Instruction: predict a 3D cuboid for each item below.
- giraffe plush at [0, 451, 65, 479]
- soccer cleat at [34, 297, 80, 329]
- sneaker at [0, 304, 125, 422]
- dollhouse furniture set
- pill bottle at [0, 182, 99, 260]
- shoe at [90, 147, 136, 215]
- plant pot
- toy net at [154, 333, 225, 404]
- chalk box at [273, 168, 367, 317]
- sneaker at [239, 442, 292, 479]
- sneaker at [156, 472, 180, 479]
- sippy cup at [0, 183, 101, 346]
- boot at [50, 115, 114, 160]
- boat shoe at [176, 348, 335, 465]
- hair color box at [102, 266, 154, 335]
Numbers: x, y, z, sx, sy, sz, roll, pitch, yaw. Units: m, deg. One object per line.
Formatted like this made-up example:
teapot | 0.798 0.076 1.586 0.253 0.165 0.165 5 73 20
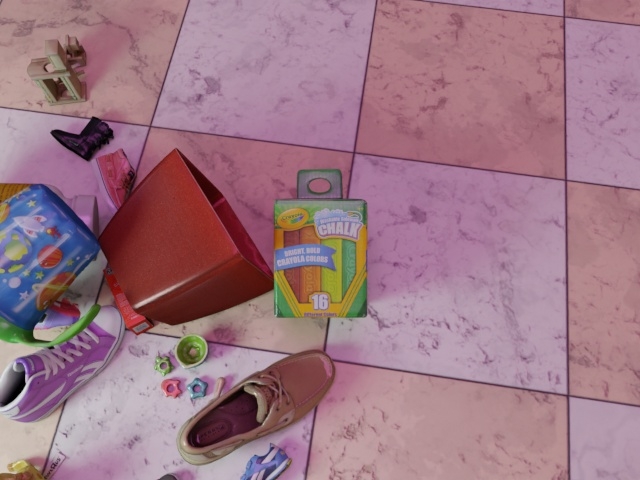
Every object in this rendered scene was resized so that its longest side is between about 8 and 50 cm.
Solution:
giraffe plush | -0.539 0.472 1.061 0.181 0.170 0.210 11 67 5
soccer cleat | -0.584 0.151 1.226 0.248 0.083 0.095 10 84 25
sneaker | -0.501 0.228 1.173 0.102 0.161 0.282 32 69 14
dollhouse furniture set | -0.642 -0.444 1.447 0.101 0.182 0.161 -8 67 -3
pill bottle | -0.639 -0.026 1.249 0.334 0.188 0.187 -1 66 -15
shoe | -0.457 -0.131 1.377 0.081 0.063 0.178 -27 65 -6
plant pot | -0.276 0.025 1.221 0.236 0.267 0.267 -34 70 1
toy net | -0.241 0.305 1.201 0.122 0.045 0.232 -28 70 -12
chalk box | 0.000 0.000 1.207 0.180 0.179 0.288 -1 91 0
sneaker | -0.124 0.442 1.140 0.144 0.053 0.059 -34 72 -23
sneaker | -0.321 0.495 1.108 0.061 0.065 0.158 39 72 15
sippy cup | -0.532 0.025 1.084 0.224 0.305 0.240 -43 34 -11
boot | -0.564 -0.255 1.441 0.121 0.045 0.099 33 73 5
boat shoe | -0.105 0.308 1.141 0.341 0.110 0.121 -29 75 -25
hair color box | -0.401 0.122 1.265 0.043 0.072 0.141 -27 70 -10
